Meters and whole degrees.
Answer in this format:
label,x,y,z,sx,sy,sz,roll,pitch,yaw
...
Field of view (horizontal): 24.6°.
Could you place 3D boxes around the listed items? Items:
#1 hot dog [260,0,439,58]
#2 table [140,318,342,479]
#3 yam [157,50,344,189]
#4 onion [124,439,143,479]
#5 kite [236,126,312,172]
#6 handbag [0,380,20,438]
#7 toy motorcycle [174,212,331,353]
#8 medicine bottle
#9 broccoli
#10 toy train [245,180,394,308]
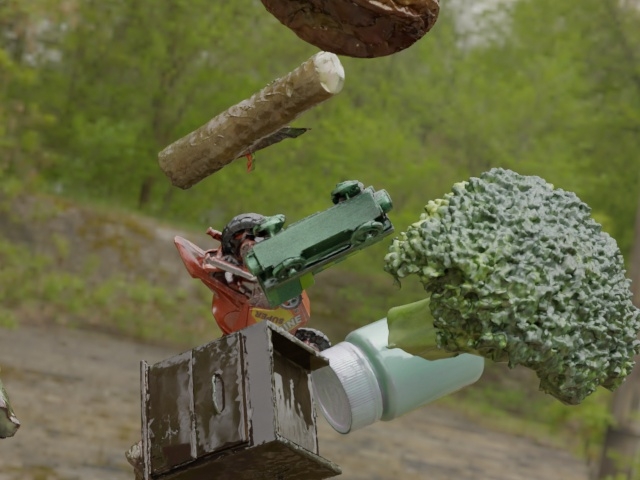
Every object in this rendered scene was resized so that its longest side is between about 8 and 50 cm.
label,x,y,z,sx,sy,sz,roll,pitch,yaw
hot dog,0.016,-0.271,1.527,0.227,0.099,0.160,30,-22,-5
table,-0.104,0.224,1.866,0.193,0.169,0.172,-21,-34,25
yam,-0.089,-0.155,1.896,0.300,0.066,0.066,-30,-22,31
onion,-0.194,0.337,2.191,0.195,0.272,0.272,4,5,-38
kite,-0.100,-0.124,2.026,0.190,0.010,0.159,-23,-17,0
handbag,-0.446,0.126,1.654,0.213,0.127,0.235,39,-9,-33
toy motorcycle,-0.096,0.095,2.176,0.171,0.298,0.089,-15,32,16
medicine bottle,0.108,0.177,2.086,0.225,0.139,0.139,-21,15,-23
broccoli,0.233,0.048,1.772,0.375,0.249,0.302,21,-5,-35
toy train,0.000,0.001,1.875,0.200,0.083,0.132,-23,-22,-4
